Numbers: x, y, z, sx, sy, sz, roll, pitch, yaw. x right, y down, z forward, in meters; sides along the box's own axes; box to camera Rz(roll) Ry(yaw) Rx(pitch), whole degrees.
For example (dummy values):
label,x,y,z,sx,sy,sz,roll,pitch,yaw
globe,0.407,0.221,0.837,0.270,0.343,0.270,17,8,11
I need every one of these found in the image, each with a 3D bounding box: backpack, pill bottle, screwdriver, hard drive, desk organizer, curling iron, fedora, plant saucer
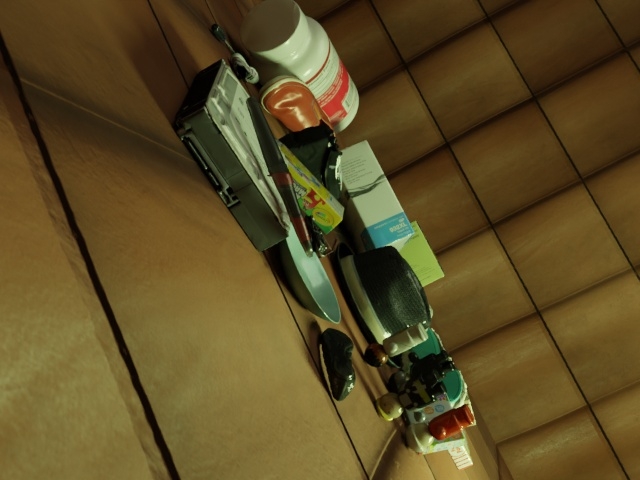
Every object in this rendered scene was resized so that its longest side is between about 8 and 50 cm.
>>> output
label,x,y,z,sx,sy,sz,roll,pitch,yaw
backpack,-0.013,-0.169,1.489,0.115,0.152,0.182,-92,166,-48
pill bottle,-0.057,-0.477,1.822,0.407,0.229,0.229,46,20,-59
screwdriver,-0.231,-0.483,1.575,0.025,0.024,0.170,35,0,8
hard drive,-0.132,-0.157,1.076,0.236,0.064,0.339,58,12,-24
desk organizer,0.000,0.000,1.374,0.050,0.047,0.130,59,10,-6
curling iron,-0.059,-0.095,0.996,0.274,0.035,0.068,64,7,5
fedora,0.165,0.130,1.557,0.334,0.153,0.334,59,11,-18
plant saucer,-0.027,0.060,1.101,0.195,0.037,0.195,60,10,-17

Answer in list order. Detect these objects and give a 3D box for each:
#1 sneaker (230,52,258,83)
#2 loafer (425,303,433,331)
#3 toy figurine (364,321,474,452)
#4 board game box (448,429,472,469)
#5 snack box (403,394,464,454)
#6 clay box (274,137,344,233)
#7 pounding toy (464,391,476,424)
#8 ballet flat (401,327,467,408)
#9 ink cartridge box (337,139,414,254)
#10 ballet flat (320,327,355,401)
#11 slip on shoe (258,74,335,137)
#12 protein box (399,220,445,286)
label,x,y,z,sx,sy,sz,roll,pitch,yaw
sneaker,-0.179,-0.395,1.552,0.098,0.038,0.069,38,26,-45
loafer,0.213,0.164,1.836,0.112,0.112,0.319,13,10,-16
toy figurine,0.187,0.292,1.298,0.209,0.148,0.213,47,20,-39
board game box,0.369,0.532,1.831,0.146,0.045,0.193,62,10,-5
snack box,0.237,0.381,1.393,0.141,0.100,0.037,-106,-171,-46
clay box,-0.044,-0.120,1.352,0.222,0.053,0.127,45,12,-7
pounding toy,0.328,0.427,1.717,0.141,0.130,0.100,-55,129,-79
ballet flat,0.281,0.355,1.648,0.147,0.147,0.409,60,11,-16
ink cartridge box,0.131,-0.103,1.893,0.223,0.129,0.307,107,-42,-75
ballet flat,0.023,0.189,1.035,0.058,0.049,0.173,17,19,-7
slip on shoe,-0.049,-0.330,1.717,0.101,0.123,0.331,59,12,29
protein box,0.276,0.070,2.139,0.201,0.200,0.136,63,10,7
